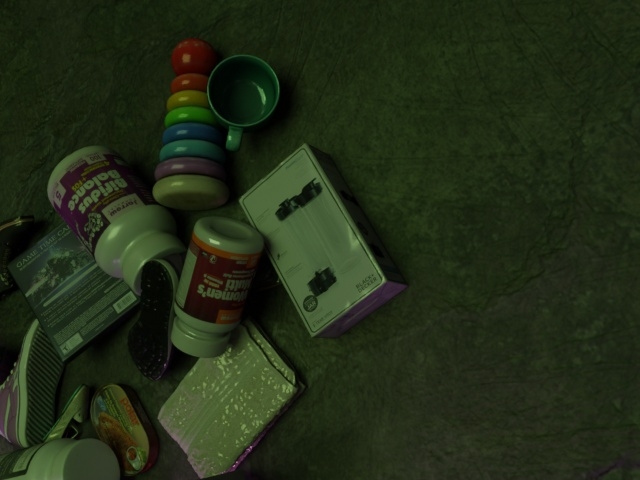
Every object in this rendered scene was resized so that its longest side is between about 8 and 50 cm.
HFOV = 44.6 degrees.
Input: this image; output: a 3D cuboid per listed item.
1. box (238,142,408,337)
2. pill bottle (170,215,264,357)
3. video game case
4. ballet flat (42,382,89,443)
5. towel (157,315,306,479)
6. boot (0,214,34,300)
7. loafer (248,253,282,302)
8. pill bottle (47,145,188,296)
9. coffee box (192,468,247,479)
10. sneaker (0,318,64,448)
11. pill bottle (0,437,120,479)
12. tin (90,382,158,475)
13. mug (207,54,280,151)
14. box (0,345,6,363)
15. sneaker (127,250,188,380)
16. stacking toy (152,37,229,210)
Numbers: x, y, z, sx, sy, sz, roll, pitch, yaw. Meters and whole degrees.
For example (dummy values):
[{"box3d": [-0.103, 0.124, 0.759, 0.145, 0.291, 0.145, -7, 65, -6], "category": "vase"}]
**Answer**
[{"box3d": [0.000, 0.000, 1.320, 0.169, 0.087, 0.290, -40, 66, 20], "category": "box"}, {"box3d": [-0.180, 0.080, 1.324, 0.121, 0.121, 0.221, 30, 113, 30], "category": "pill bottle"}, {"box3d": [-0.506, 0.089, 1.599, 0.196, 0.026, 0.274, -38, 63, -5], "category": "video game case"}, {"box3d": [-0.505, 0.364, 1.592, 0.052, 0.057, 0.168, 37, 107, 1], "category": "ballet flat"}, {"box3d": [-0.165, 0.289, 1.397, 0.187, 0.049, 0.282, 46, 106, 28], "category": "towel"}, {"box3d": [-0.681, 0.039, 1.729, 0.198, 0.077, 0.137, -32, 72, 37], "category": "boot"}, {"box3d": [-0.133, 0.086, 1.402, 0.170, 0.062, 0.061, -33, 73, 24], "category": "loafer"}, {"box3d": [-0.383, -0.035, 1.502, 0.301, 0.169, 0.169, 44, 105, 27], "category": "pill bottle"}, {"box3d": [-0.268, 0.567, 1.184, 0.334, 0.338, 0.338, -19, 76, 5], "category": "coffee box"}, {"box3d": [-0.632, 0.286, 1.643, 0.161, 0.102, 0.282, 9, 87, 35], "category": "sneaker"}, {"box3d": [-0.526, 0.470, 1.502, 0.278, 0.162, 0.162, -21, 73, 32], "category": "pill bottle"}, {"box3d": [-0.381, 0.365, 1.520, 0.106, 0.040, 0.190, -44, 64, 22], "category": "tin"}, {"box3d": [-0.150, -0.252, 1.418, 0.129, 0.097, 0.158, 44, 83, -2], "category": "mug"}, {"box3d": [-0.784, 0.306, 1.709, 0.220, 0.051, 0.175, -2, 69, 44], "category": "box"}, {"box3d": [-0.270, 0.143, 1.457, 0.107, 0.124, 0.283, 39, 128, 24], "category": "sneaker"}, {"box3d": [-0.242, -0.231, 1.475, 0.141, 0.141, 0.330, -9, 74, 29], "category": "stacking toy"}]
